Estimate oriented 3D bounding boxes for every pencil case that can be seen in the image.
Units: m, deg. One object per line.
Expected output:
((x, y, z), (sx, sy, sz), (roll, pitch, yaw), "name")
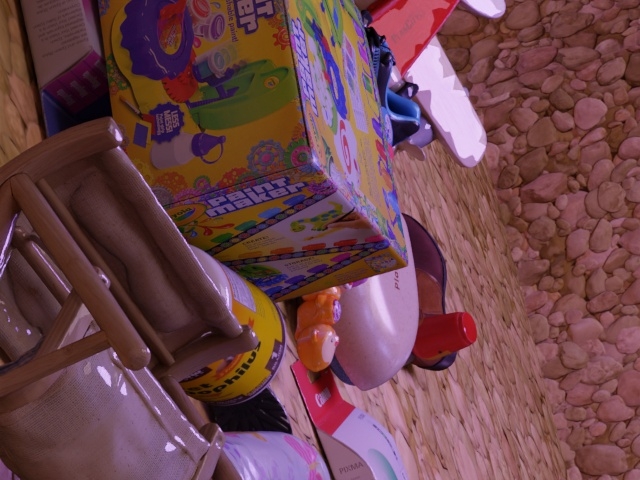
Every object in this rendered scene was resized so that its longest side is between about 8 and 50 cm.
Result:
((-0.077, 0.220, 1.517), (0.273, 0.113, 0.124), (24, 68, -74), "pencil case")

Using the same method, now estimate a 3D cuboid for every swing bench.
((-0.152, 0.099, 1.280), (0.255, 0.165, 0.253), (-104, 167, -49), "swing bench")

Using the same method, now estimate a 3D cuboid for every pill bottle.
((-0.114, 0.070, 1.571), (0.215, 0.117, 0.117), (38, 34, -67), "pill bottle")

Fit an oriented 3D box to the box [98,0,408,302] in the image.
((-0.061, -0.127, 1.677), (0.279, 0.177, 0.290), (46, 32, -62), "box")

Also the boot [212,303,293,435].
((-0.073, 0.119, 1.815), (0.208, 0.076, 0.190), (-88, 158, -76), "boot")

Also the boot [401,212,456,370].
((0.094, 0.051, 2.648), (0.280, 0.096, 0.264), (30, 49, -60), "boot")

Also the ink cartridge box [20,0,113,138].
((-0.188, -0.169, 1.744), (0.324, 0.071, 0.330), (45, 27, -64), "ink cartridge box")

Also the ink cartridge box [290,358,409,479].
((0.043, 0.231, 2.155), (0.181, 0.056, 0.225), (-29, 100, -78), "ink cartridge box")

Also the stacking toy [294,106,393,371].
((0.000, 0.000, 2.038), (0.175, 0.165, 0.302), (68, 21, -69), "stacking toy")

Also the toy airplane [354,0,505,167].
((0.087, -0.313, 2.682), (0.384, 0.272, 0.386), (10, 71, -40), "toy airplane")

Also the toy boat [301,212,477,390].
((0.064, 0.084, 2.269), (0.318, 0.148, 0.268), (37, 44, -49), "toy boat")

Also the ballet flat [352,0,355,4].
((-0.118, -0.433, 2.309), (0.182, 0.164, 0.483), (-5, 68, -61), "ballet flat")

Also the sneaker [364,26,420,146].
((0.013, -0.244, 2.222), (0.125, 0.139, 0.341), (-89, 157, -48), "sneaker")
